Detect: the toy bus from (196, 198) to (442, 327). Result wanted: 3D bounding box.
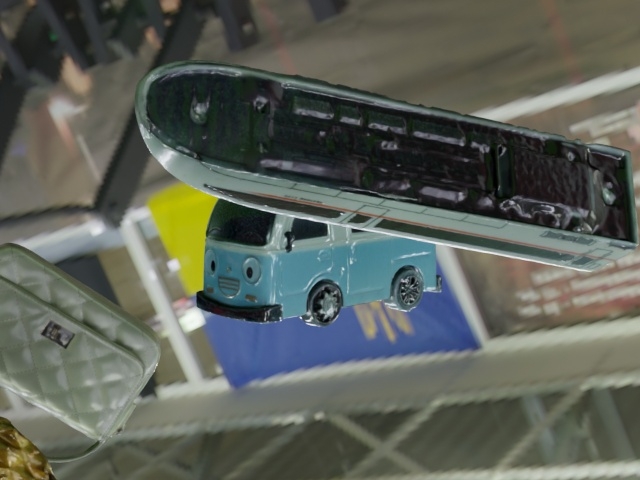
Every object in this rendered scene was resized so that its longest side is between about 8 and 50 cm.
[{"bbox_3d":[0.000,0.000,1.548,0.271,0.164,0.133,-8,-168,-42],"label":"toy bus"}]

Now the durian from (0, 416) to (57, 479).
[{"bbox_3d":[-0.377,0.253,1.454,0.195,0.305,0.185,-61,170,18],"label":"durian"}]

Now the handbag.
[{"bbox_3d":[-0.330,0.145,1.632,0.219,0.256,0.079,-58,-171,-1],"label":"handbag"}]

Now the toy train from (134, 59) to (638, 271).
[{"bbox_3d":[0.045,-0.051,1.024,0.407,0.086,0.088,10,157,-26],"label":"toy train"}]
